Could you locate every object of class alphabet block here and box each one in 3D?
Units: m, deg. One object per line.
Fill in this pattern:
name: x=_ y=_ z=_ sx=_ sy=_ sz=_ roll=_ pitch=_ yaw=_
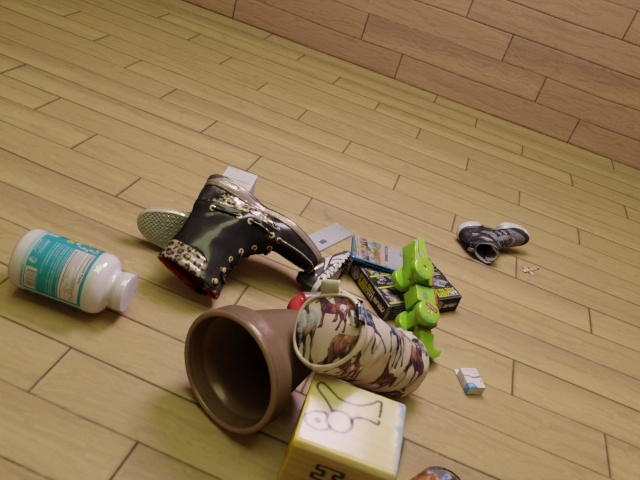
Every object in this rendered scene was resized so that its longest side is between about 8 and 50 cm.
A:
alphabet block: x=0.037 y=0.410 z=1.207 sx=0.197 sy=0.194 sz=0.192 roll=20 pitch=32 yaw=3

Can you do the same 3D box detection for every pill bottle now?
pill bottle: x=-0.566 y=0.080 z=1.441 sx=0.263 sy=0.146 sz=0.146 roll=20 pitch=33 yaw=1

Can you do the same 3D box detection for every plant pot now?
plant pot: x=-0.122 y=0.248 z=1.329 sx=0.263 sy=0.263 sz=0.229 roll=37 pitch=28 yaw=26

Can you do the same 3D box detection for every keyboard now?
keyboard: x=0.000 y=0.000 z=1.952 sx=0.072 sy=0.014 sz=0.256 roll=40 pitch=39 yaw=22

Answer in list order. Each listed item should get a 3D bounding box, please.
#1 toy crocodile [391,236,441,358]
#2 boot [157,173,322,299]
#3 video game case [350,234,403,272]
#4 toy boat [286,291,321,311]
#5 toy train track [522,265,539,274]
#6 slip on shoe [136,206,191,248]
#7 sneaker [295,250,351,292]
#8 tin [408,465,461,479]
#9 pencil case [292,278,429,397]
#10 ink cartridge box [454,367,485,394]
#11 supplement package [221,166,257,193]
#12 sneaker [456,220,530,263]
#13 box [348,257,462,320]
toy crocodile: x=0.268 y=0.151 z=1.672 sx=0.105 sy=0.115 sz=0.341 roll=16 pitch=55 yaw=-26
boot: x=-0.209 y=0.034 z=1.631 sx=0.377 sy=0.138 sz=0.284 roll=38 pitch=63 yaw=-9
video game case: x=0.171 y=0.044 z=1.846 sx=0.166 sy=0.015 sz=0.119 roll=19 pitch=33 yaw=-6
toy boat: x=0.014 y=0.192 z=1.548 sx=0.150 sy=0.151 sz=0.231 roll=1 pitch=37 yaw=-24
toy train track: x=0.734 y=0.098 z=2.155 sx=0.083 sy=0.014 sz=0.048 roll=-9 pitch=42 yaw=-36
slip on shoe: x=-0.346 y=-0.027 z=1.740 sx=0.331 sy=0.123 sz=0.101 roll=9 pitch=21 yaw=-20
sneaker: x=0.008 y=0.075 z=1.783 sx=0.106 sy=0.078 sz=0.234 roll=31 pitch=37 yaw=14
tin: x=0.219 y=0.531 z=1.260 sx=0.189 sy=0.040 sz=0.106 roll=-14 pitch=41 yaw=-39
pencil case: x=0.105 y=0.231 z=1.367 sx=0.159 sy=0.184 sz=0.410 roll=10 pitch=-15 yaw=33
ink cartridge box: x=0.384 y=0.356 z=1.599 sx=0.048 sy=0.028 sz=0.083 roll=6 pitch=35 yaw=-18
supplement package: x=-0.274 y=-0.136 z=1.931 sx=0.105 sy=0.105 sz=0.179 roll=18 pitch=34 yaw=0
sneaker: x=0.612 y=0.014 z=2.147 sx=0.268 sy=0.101 sz=0.153 roll=5 pitch=36 yaw=-10
box: x=0.249 y=0.130 z=1.836 sx=0.269 sy=0.060 sz=0.216 roll=-5 pitch=40 yaw=-30
